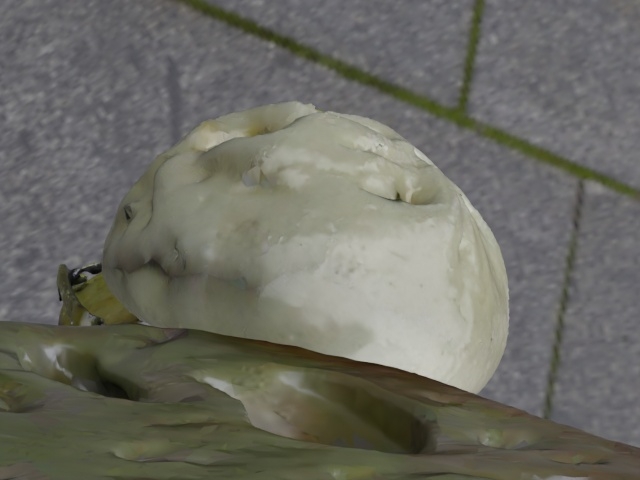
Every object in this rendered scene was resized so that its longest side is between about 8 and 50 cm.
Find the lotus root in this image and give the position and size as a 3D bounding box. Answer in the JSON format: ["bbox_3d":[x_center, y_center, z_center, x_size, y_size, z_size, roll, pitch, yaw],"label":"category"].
[{"bbox_3d":[-0.048,0.106,0.548,0.375,0.390,0.111,5,97,0],"label":"lotus root"}]

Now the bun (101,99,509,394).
[{"bbox_3d":[0.000,0.000,0.880,0.231,0.231,0.133,15,97,-29],"label":"bun"}]

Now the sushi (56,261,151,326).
[{"bbox_3d":[-0.075,0.068,1.346,0.291,0.139,0.131,0,118,-27],"label":"sushi"}]
